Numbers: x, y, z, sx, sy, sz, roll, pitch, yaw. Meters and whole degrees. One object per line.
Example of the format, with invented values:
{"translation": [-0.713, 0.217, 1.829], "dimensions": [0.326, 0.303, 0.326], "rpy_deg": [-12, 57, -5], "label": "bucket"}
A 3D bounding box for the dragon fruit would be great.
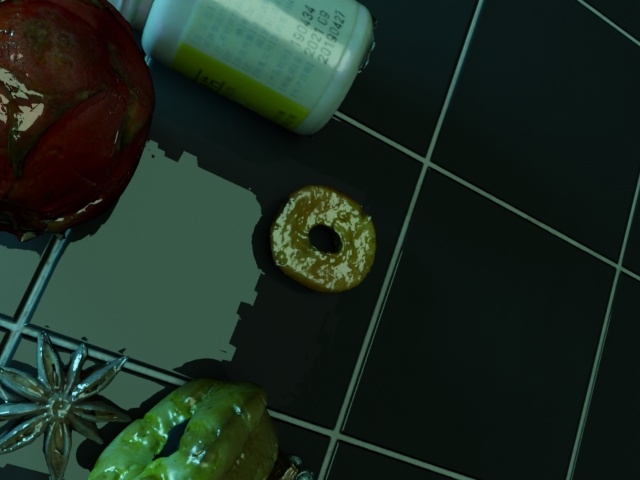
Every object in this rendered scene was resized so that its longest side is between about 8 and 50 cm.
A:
{"translation": [-0.342, -0.158, 0.678], "dimensions": [0.296, 0.296, 0.301], "rpy_deg": [17, 68, -20], "label": "dragon fruit"}

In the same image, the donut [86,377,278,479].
{"translation": [-0.175, 0.289, 0.750], "dimensions": [0.261, 0.209, 0.128], "rpy_deg": [-41, 114, -41], "label": "donut"}

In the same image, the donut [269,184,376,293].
{"translation": [0.000, 0.000, 0.933], "dimensions": [0.178, 0.065, 0.162], "rpy_deg": [39, 77, -16], "label": "donut"}

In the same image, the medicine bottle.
{"translation": [-0.127, -0.318, 0.827], "dimensions": [0.379, 0.213, 0.213], "rpy_deg": [25, 76, -18], "label": "medicine bottle"}

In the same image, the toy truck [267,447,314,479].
{"translation": [-0.030, 0.416, 0.872], "dimensions": [0.115, 0.080, 0.177], "rpy_deg": [-42, 100, -15], "label": "toy truck"}

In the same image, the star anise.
{"translation": [-0.342, 0.218, 0.771], "dimensions": [0.183, 0.065, 0.195], "rpy_deg": [5, 79, -27], "label": "star anise"}
